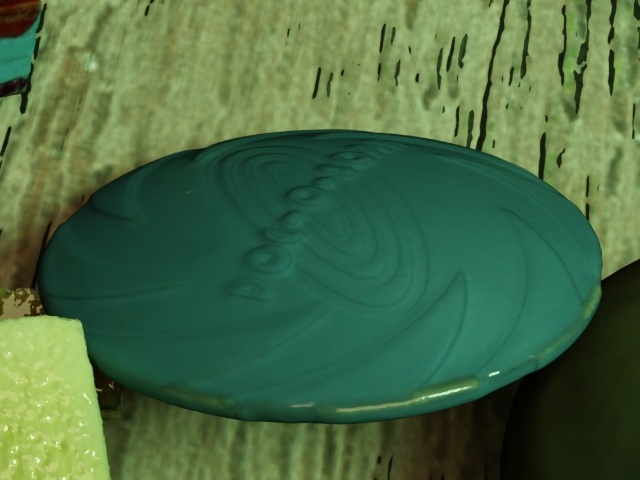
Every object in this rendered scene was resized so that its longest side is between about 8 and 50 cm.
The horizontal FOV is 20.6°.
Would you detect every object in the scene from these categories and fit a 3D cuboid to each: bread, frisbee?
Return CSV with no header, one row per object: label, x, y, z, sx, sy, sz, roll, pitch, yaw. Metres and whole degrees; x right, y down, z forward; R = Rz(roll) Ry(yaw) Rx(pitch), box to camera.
bread,-0.142,0.060,0.937,0.083,0.076,0.070,4,84,-9
bread,-0.145,0.130,0.760,0.125,0.068,0.188,-11,69,-13
frisbee,0.000,-0.004,0.895,0.289,0.049,0.289,-2,29,1

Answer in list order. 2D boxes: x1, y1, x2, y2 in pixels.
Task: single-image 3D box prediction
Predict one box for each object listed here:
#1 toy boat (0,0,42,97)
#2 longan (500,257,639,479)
toy boat,-0.332,-0.086,0.893,0.392,0.136,0.079,-11,104,-31
longan,0.237,0.136,0.891,0.300,0.243,0.300,12,67,-28
